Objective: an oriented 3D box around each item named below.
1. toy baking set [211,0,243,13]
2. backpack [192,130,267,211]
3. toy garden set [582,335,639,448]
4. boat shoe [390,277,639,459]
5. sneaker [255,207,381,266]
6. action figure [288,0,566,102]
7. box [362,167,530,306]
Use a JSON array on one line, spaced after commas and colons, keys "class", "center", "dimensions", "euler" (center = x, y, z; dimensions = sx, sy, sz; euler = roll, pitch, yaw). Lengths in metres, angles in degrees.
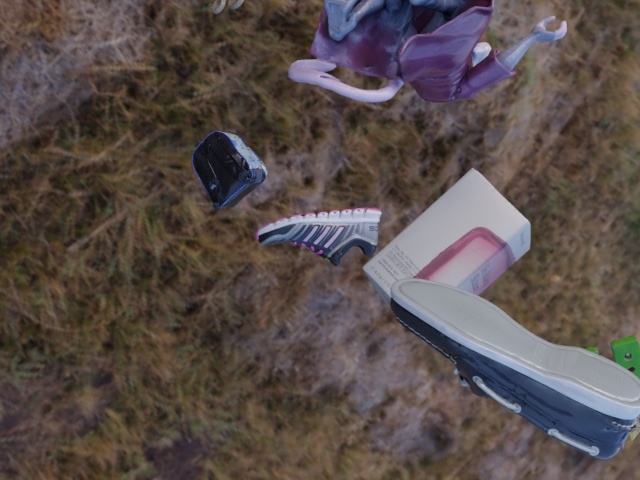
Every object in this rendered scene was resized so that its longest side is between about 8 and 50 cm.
[{"class": "toy baking set", "center": [-0.142, -0.507, 1.685], "dimensions": [0.197, 0.256, 0.030], "euler": [-41, 131, 17]}, {"class": "backpack", "center": [-0.156, -0.124, 1.612], "dimensions": [0.105, 0.114, 0.084], "euler": [-40, 166, 23]}, {"class": "toy garden set", "center": [0.567, 0.242, 1.618], "dimensions": [0.244, 0.049, 0.203], "euler": [-16, 109, 8]}, {"class": "boat shoe", "center": [0.202, 0.141, 1.050], "dimensions": [0.114, 0.303, 0.091], "euler": [-27, 140, -54]}, {"class": "sneaker", "center": [0.000, 0.000, 1.264], "dimensions": [0.171, 0.074, 0.063], "euler": [-7, 180, -5]}, {"class": "action figure", "center": [0.159, -0.248, 1.283], "dimensions": [0.275, 0.248, 0.370], "euler": [-63, 158, -2]}, {"class": "box", "center": [0.198, 0.027, 1.466], "dimensions": [0.232, 0.127, 0.148], "euler": [-42, 160, -2]}]
